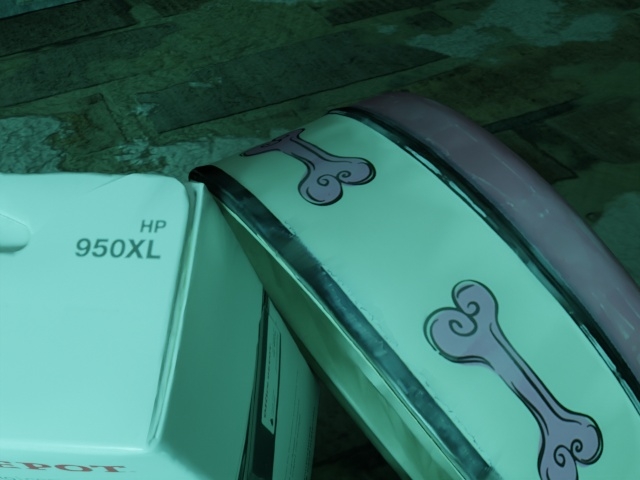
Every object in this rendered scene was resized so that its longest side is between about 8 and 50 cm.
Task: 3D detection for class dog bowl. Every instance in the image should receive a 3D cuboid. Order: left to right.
[{"bbox_3d":[0.090,0.074,0.698,0.150,0.408,0.408,-39,40,-8],"label":"dog bowl"}]

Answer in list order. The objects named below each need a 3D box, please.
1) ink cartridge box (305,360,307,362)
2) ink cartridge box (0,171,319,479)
[{"bbox_3d":[0.000,0.000,1.192,0.304,0.072,0.307,-32,42,-33],"label":"ink cartridge box"},{"bbox_3d":[-0.178,0.113,0.725,0.286,0.395,0.166,0,65,11],"label":"ink cartridge box"}]
